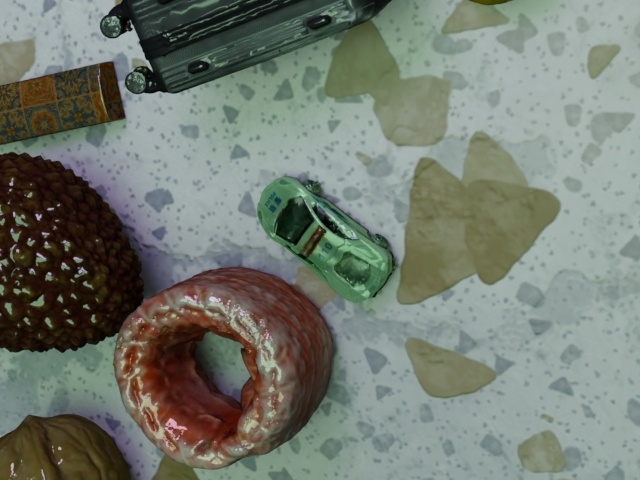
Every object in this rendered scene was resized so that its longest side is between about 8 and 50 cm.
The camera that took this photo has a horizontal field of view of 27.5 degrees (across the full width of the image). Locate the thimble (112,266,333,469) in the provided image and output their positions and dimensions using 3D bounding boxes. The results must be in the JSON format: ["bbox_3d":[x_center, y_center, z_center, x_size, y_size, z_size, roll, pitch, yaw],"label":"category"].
[{"bbox_3d":[-0.112,0.149,1.580,0.239,0.162,0.239,3,100,17],"label":"thimble"}]

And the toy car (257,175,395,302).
[{"bbox_3d":[0.000,0.000,1.560,0.186,0.058,0.093,39,113,7],"label":"toy car"}]

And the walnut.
[{"bbox_3d":[-0.341,0.324,1.686,0.213,0.213,0.213,4,103,18],"label":"walnut"}]

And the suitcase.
[{"bbox_3d":[-0.067,-0.269,1.448,0.312,0.202,0.128,-18,106,21],"label":"suitcase"}]

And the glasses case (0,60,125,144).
[{"bbox_3d":[-0.358,-0.167,1.651,0.218,0.049,0.075,-9,99,21],"label":"glasses case"}]

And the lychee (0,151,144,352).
[{"bbox_3d":[-0.339,0.028,1.591,0.271,0.271,0.271,4,103,18],"label":"lychee"}]

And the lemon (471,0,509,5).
[{"bbox_3d":[0.176,-0.309,1.401,0.133,0.109,0.109,35,111,16],"label":"lemon"}]
